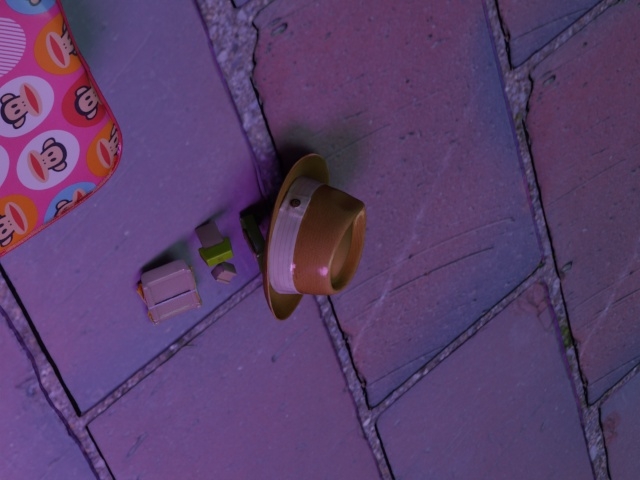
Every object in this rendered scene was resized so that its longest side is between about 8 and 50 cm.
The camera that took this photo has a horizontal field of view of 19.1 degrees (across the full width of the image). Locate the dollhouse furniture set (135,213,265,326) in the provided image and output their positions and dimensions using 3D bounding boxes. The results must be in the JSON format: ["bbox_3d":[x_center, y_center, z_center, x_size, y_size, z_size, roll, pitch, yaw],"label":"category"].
[{"bbox_3d":[-0.132,0.026,2.084,0.152,0.058,0.076,-22,141,-7],"label":"dollhouse furniture set"}]

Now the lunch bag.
[{"bbox_3d":[-0.332,-0.111,1.715,0.258,0.120,0.293,-38,138,-18],"label":"lunch bag"}]

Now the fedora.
[{"bbox_3d":[0.000,0.000,2.097,0.194,0.079,0.194,11,90,-73],"label":"fedora"}]
